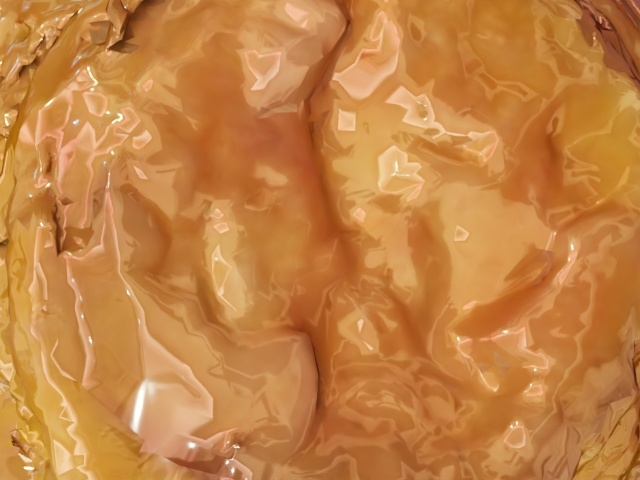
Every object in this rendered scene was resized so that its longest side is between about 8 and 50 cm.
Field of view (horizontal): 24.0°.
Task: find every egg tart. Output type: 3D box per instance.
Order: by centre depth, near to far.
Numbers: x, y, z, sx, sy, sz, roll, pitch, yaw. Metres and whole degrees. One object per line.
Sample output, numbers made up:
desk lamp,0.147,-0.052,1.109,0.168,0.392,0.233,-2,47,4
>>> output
egg tart,0.000,0.000,0.500,0.352,0.352,0.150,37,162,-8
